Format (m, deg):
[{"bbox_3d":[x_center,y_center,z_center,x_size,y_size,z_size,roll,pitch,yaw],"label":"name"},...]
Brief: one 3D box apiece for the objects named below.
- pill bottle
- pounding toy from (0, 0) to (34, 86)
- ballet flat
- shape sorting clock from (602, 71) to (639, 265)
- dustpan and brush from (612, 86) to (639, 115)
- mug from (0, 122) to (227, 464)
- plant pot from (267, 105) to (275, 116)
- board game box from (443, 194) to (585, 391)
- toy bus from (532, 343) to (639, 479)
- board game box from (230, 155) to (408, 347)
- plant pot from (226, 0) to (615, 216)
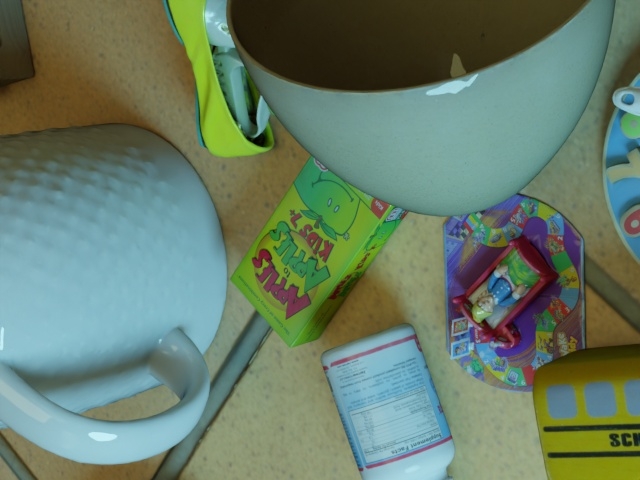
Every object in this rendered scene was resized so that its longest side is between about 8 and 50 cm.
[{"bbox_3d":[0.065,0.159,1.222,0.087,0.087,0.160,-22,85,37],"label":"pill bottle"},{"bbox_3d":[-0.374,-0.200,1.481,0.130,0.100,0.141,-9,92,38],"label":"pounding toy"},{"bbox_3d":[-0.082,-0.170,1.251,0.077,0.077,0.231,13,133,25],"label":"ballet flat"},{"bbox_3d":[0.300,-0.048,1.039,0.206,0.040,0.206,7,102,36],"label":"shape sorting clock"},{"bbox_3d":[0.308,-0.079,0.967,0.211,0.060,0.147,16,105,30],"label":"dustpan and brush"},{"bbox_3d":[-0.262,0.066,1.299,0.374,0.328,0.276,40,119,25],"label":"mug"},{"bbox_3d":[0.007,-0.135,1.228,0.079,0.083,0.083,21,111,19],"label":"plant pot"},{"bbox_3d":[0.152,0.047,1.171,0.133,0.033,0.169,4,101,37],"label":"board game box"},{"bbox_3d":[0.327,0.134,1.009,0.332,0.108,0.130,-9,91,38],"label":"toy bus"},{"bbox_3d":[0.000,0.000,1.271,0.092,0.043,0.181,47,122,21],"label":"board game box"},{"bbox_3d":[0.090,-0.129,1.069,0.284,0.284,0.191,17,142,34],"label":"plant pot"}]
